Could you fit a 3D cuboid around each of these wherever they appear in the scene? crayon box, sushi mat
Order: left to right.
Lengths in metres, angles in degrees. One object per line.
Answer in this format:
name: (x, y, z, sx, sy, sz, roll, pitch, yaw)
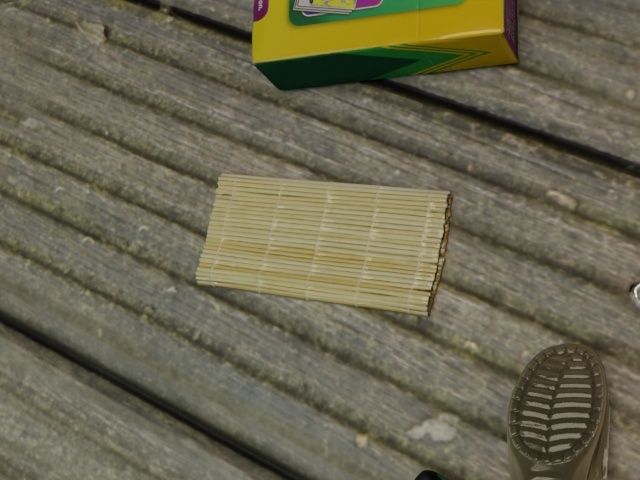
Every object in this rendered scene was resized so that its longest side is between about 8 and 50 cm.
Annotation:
sushi mat: (0.000, 0.000, 1.224, 0.316, 0.019, 0.152, 6, 78, 23)
crayon box: (0.082, -0.386, 1.242, 0.313, 0.106, 0.363, -3, 76, 20)

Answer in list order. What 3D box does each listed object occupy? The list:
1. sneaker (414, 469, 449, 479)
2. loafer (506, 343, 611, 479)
sneaker: (0.156, 0.349, 1.041, 0.098, 0.083, 0.224, -47, 66, 10)
loafer: (0.244, 0.238, 1.031, 0.101, 0.092, 0.269, 3, 62, 24)
